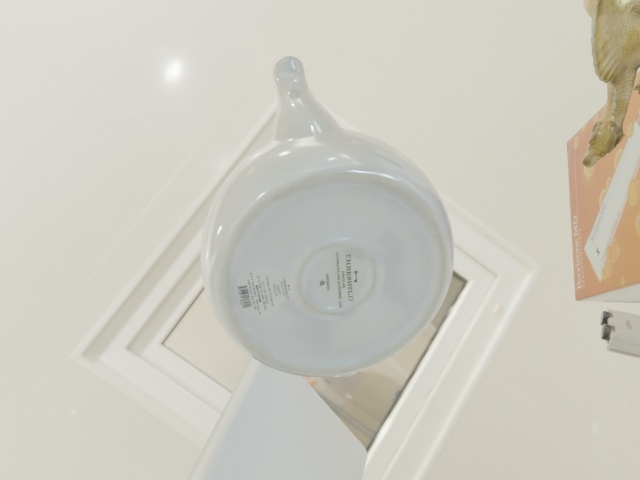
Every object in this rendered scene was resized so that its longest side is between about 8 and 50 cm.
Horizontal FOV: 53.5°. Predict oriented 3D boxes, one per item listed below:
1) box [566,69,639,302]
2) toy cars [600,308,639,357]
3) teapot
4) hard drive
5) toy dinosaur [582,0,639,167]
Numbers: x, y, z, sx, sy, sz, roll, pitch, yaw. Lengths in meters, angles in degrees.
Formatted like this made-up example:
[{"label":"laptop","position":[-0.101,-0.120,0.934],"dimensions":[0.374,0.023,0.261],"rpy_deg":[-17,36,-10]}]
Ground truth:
[{"label":"box","position":[0.392,-0.059,0.629],"dimensions":[0.345,0.168,0.214],"rpy_deg":[84,-172,-78]},{"label":"toy cars","position":[0.693,0.244,1.281],"dimensions":[0.394,0.177,0.087],"rpy_deg":[-141,54,-65]},{"label":"teapot","position":[0.000,0.000,0.637],"dimensions":[0.256,0.253,0.187],"rpy_deg":[-52,23,14]},{"label":"hard drive","position":[-0.048,0.280,0.666],"dimensions":[0.040,0.203,0.307],"rpy_deg":[-31,17,28]},{"label":"toy dinosaur","position":[0.161,-0.131,0.345],"dimensions":[0.053,0.183,0.092],"rpy_deg":[6,38,43]}]
